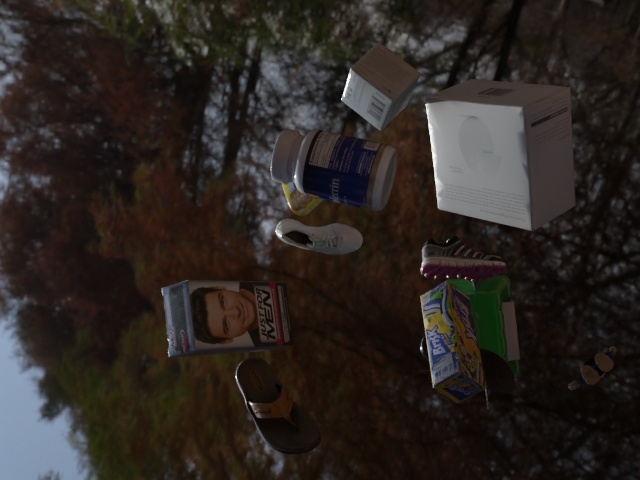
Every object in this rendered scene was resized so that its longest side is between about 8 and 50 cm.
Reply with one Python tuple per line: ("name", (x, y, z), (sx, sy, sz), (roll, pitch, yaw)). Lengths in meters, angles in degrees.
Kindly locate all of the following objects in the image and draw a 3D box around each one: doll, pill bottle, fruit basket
("doll", (0.570, 0.270, 1.786), (0.046, 0.129, 0.189), (48, -172, 18))
("pill bottle", (0.030, -0.166, 1.943), (0.264, 0.153, 0.153), (14, -160, 14))
("fruit basket", (0.388, 0.192, 1.989), (0.165, 0.327, 0.353), (-6, 180, 20))

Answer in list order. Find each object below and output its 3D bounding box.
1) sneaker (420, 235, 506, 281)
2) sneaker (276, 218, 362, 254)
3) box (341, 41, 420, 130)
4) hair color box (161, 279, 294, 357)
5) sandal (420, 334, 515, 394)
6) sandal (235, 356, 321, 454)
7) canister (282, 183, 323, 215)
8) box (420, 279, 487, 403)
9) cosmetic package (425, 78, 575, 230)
("sneaker", (0.256, 0.028, 1.552), (0.170, 0.063, 0.075), (3, -122, -17))
("sneaker", (0.000, 0.000, 2.050), (0.212, 0.080, 0.094), (6, -168, -8))
("box", (0.107, -0.277, 1.545), (0.102, 0.101, 0.087), (40, -115, 11))
("hair color box", (-0.244, 0.210, 2.330), (0.113, 0.186, 0.374), (-17, 167, 39))
("sandal", (0.253, 0.213, 1.483), (0.179, 0.040, 0.067), (25, -127, 2))
("sandal", (-0.079, 0.272, 1.454), (0.090, 0.060, 0.219), (-23, -130, -15))
("canister", (-0.020, -0.159, 2.314), (0.073, 0.170, 0.126), (6, -126, -44))
("box", (0.189, 0.143, 1.234), (0.059, 0.054, 0.169), (35, -145, -31))
("cosmetic package", (0.325, -0.160, 1.545), (0.138, 0.225, 0.224), (-25, -152, -34))
